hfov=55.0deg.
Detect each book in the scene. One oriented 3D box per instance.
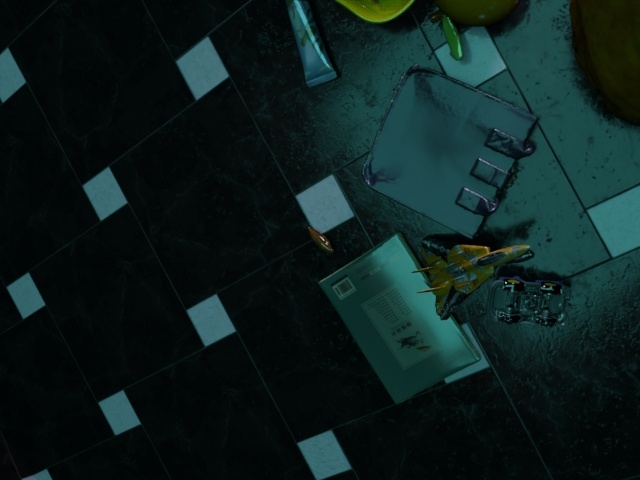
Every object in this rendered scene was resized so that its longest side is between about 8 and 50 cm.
[{"bbox_3d":[0.195,0.202,1.559,0.264,0.031,0.379,-33,87,24],"label":"book"}]

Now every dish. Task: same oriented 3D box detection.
[{"bbox_3d":[0.123,-0.614,1.388,0.262,0.108,0.221,29,109,12],"label":"dish"}]

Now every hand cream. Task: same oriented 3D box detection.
[{"bbox_3d":[-0.031,-0.511,1.506,0.088,0.055,0.256,-13,102,28],"label":"hand cream"}]

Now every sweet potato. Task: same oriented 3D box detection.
[{"bbox_3d":[0.000,0.000,1.597,0.095,0.034,0.034,48,113,19],"label":"sweet potato"}]

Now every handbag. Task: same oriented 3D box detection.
[{"bbox_3d":[0.293,-0.198,1.394,0.329,0.122,0.303,28,108,15],"label":"handbag"}]

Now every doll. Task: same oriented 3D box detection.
[{"bbox_3d":[0.305,-0.531,1.291,0.213,0.213,0.236,51,129,6],"label":"doll"}]

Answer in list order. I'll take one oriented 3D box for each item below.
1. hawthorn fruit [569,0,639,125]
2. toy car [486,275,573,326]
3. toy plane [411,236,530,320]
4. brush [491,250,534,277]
[{"bbox_3d":[0.635,-0.403,1.044,0.471,0.472,0.472,4,102,21],"label":"hawthorn fruit"},{"bbox_3d":[0.472,0.135,1.407,0.191,0.100,0.097,4,102,1],"label":"toy car"},{"bbox_3d":[0.350,0.054,1.375,0.316,0.103,0.204,-24,73,47],"label":"toy plane"},{"bbox_3d":[0.407,0.056,1.454,0.193,0.016,0.063,-18,94,24],"label":"brush"}]
